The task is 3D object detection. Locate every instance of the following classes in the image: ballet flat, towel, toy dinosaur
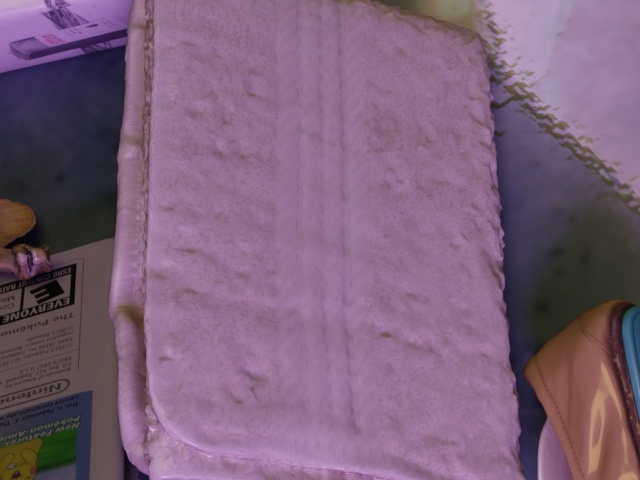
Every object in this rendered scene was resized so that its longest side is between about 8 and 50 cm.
[{"bbox_3d":[0.137,0.138,0.806,0.073,0.080,0.232,-30,52,30],"label":"ballet flat"},{"bbox_3d":[0.000,0.000,0.868,0.187,0.049,0.282,13,57,-22],"label":"towel"},{"bbox_3d":[-0.194,-0.011,0.966,0.092,0.053,0.183,-15,35,-24],"label":"toy dinosaur"}]

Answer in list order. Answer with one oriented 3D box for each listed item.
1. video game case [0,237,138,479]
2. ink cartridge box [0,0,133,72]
[{"bbox_3d":[-0.238,0.130,0.834,0.329,0.036,0.300,-16,31,4],"label":"video game case"},{"bbox_3d":[-0.127,-0.185,1.001,0.218,0.092,0.158,-11,78,6],"label":"ink cartridge box"}]
